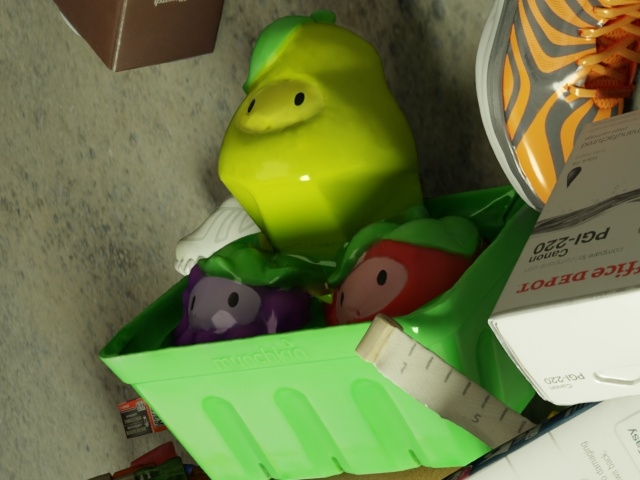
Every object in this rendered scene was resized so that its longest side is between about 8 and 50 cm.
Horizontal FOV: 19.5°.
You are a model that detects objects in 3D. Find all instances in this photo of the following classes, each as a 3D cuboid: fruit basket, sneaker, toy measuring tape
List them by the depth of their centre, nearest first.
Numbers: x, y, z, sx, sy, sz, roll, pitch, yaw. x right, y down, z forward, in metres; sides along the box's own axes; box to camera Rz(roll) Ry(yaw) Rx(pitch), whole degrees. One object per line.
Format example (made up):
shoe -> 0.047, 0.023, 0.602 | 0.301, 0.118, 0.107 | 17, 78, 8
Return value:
sneaker -> 0.216, -0.165, 1.389 | 0.180, 0.125, 0.321 | 17, 114, 54
toy measuring tape -> 0.178, 0.156, 1.435 | 0.330, 0.121, 0.121 | 33, 136, 6
fruit basket -> 0.000, 0.000, 1.611 | 0.392, 0.283, 0.392 | 15, 124, 24
sneaker -> -0.050, -0.027, 1.885 | 0.292, 0.110, 0.118 | -19, 78, 49

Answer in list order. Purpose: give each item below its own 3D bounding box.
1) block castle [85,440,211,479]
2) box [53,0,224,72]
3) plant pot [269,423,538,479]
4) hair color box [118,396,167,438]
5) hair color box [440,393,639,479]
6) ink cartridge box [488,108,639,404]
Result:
block castle -> -0.148, 0.391, 1.980 | 0.453, 0.213, 0.303 | -153, 43, -83
box -> -0.173, -0.383, 1.896 | 0.191, 0.143, 0.381 | 50, 137, 34
plant pot -> 0.114, 0.257, 1.650 | 0.254, 0.237, 0.237 | -29, 77, 41
hair color box -> -0.143, 0.179, 2.054 | 0.072, 0.141, 0.043 | -21, 84, 57
hair color box -> 0.228, 0.188, 1.315 | 0.347, 0.105, 0.174 | -31, 86, 12
ink cartridge box -> 0.232, 0.001, 1.291 | 0.159, 0.218, 0.092 | -14, 125, 41
